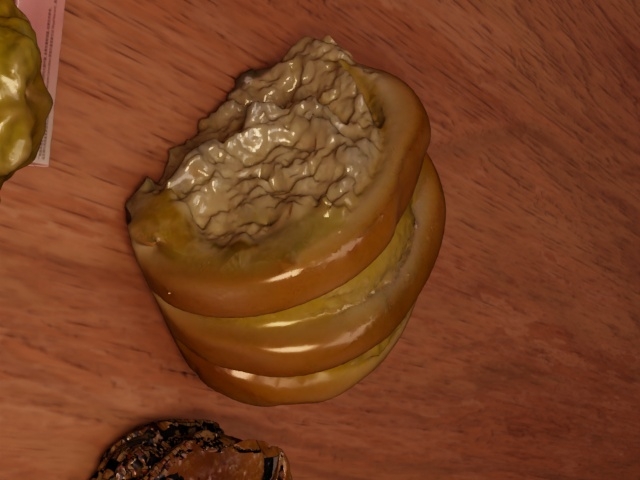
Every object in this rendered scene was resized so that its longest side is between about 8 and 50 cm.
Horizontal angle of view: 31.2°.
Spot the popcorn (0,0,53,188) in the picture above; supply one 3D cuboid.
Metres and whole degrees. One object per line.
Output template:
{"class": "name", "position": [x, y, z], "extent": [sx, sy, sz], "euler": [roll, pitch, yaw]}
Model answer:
{"class": "popcorn", "position": [-0.255, -0.082, 0.673], "extent": [0.155, 0.198, 0.197], "euler": [38, 64, -51]}

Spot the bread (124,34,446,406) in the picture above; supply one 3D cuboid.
{"class": "bread", "position": [0.000, 0.000, 1.022], "extent": [0.315, 0.211, 0.270], "euler": [-49, 133, -35]}

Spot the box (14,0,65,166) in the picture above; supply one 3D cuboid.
{"class": "box", "position": [-0.224, -0.115, 0.788], "extent": [0.043, 0.089, 0.125], "euler": [5, 90, -55]}

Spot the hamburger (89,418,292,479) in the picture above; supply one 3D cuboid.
{"class": "hamburger", "position": [-0.117, 0.263, 0.986], "extent": [0.231, 0.107, 0.231], "euler": [-17, 111, -49]}
